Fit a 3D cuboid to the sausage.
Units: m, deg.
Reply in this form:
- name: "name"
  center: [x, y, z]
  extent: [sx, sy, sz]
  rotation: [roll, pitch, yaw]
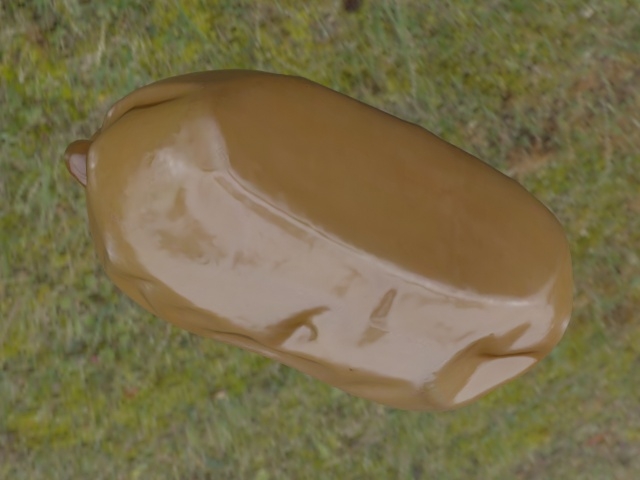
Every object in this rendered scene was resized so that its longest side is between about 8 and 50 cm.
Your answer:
- name: "sausage"
  center: [0.000, 0.000, 0.694]
  extent: [0.241, 0.120, 0.136]
  rotation: [25, 145, -24]
